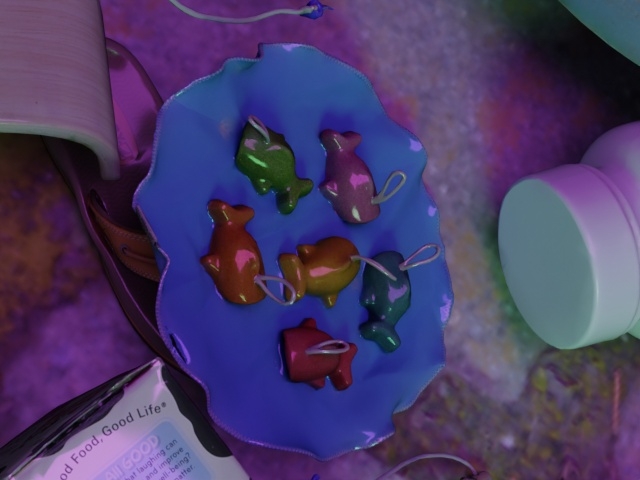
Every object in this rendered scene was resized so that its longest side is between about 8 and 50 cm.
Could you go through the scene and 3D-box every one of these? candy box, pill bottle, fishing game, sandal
[{"bbox_3d":[-0.037,0.164,0.607,0.071,0.159,0.233,-40,95,-25],"label":"candy box"},{"bbox_3d":[0.179,-0.010,0.754,0.180,0.108,0.108,-14,84,-22],"label":"pill bottle"},{"bbox_3d":[0.000,0.000,0.686,0.189,0.041,0.264,-7,84,-46],"label":"fishing game"},{"bbox_3d":[-0.064,-0.012,0.692,0.072,0.049,0.180,-32,91,-24],"label":"sandal"}]

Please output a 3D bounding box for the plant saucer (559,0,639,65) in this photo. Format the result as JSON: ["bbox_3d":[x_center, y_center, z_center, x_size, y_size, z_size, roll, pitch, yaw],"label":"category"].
[{"bbox_3d":[0.224,-0.191,0.787,0.317,0.044,0.318,8,57,-12],"label":"plant saucer"}]

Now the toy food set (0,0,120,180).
[{"bbox_3d":[-0.236,-0.128,0.640,0.306,0.092,0.220,0,68,-22],"label":"toy food set"}]
